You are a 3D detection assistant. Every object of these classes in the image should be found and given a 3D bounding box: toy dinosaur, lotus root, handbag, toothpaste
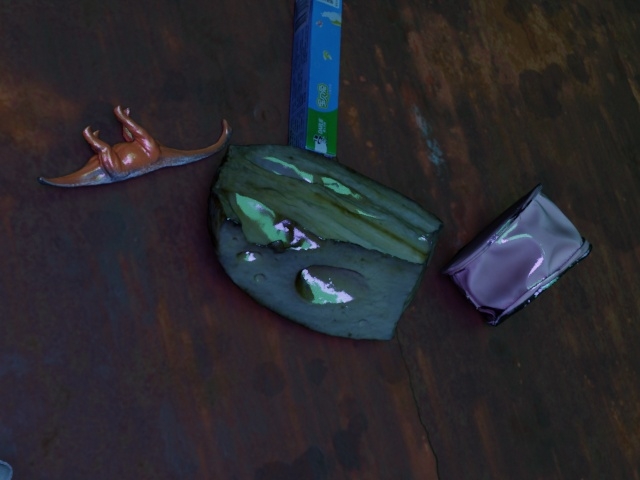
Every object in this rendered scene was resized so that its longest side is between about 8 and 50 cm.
[{"bbox_3d":[-0.224,-0.117,1.034,0.279,0.055,0.102,-32,100,-33],"label":"toy dinosaur"},{"bbox_3d":[-0.003,0.005,1.070,0.313,0.142,0.210,24,37,-11],"label":"lotus root"},{"bbox_3d":[0.274,0.023,1.179,0.116,0.179,0.205,49,57,3],"label":"handbag"},{"bbox_3d":[-0.009,-0.233,1.176,0.050,0.065,0.267,13,68,-27],"label":"toothpaste"}]

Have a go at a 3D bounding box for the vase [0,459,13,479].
[{"bbox_3d":[-0.399,0.366,0.661,0.249,0.250,0.446,20,73,-21],"label":"vase"}]
